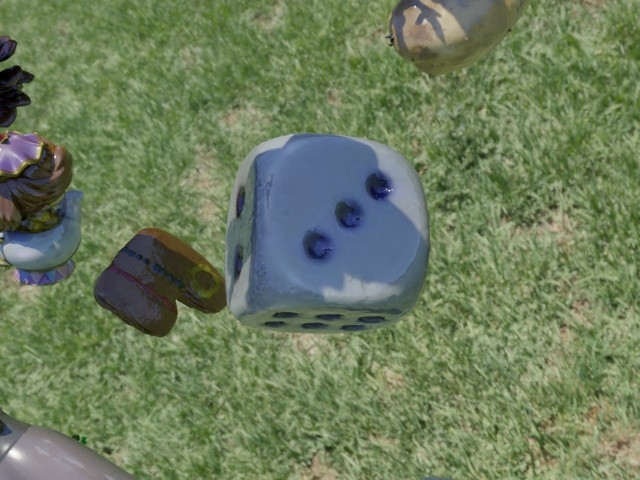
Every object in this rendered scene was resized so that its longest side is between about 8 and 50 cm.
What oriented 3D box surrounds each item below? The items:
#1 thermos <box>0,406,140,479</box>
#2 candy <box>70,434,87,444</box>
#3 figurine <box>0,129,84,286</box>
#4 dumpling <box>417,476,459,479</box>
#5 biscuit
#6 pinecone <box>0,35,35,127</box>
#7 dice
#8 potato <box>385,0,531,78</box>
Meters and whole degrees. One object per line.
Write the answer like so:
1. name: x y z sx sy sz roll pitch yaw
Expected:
1. thermos: -0.326 0.278 0.863 0.137 0.193 0.105 -48 9 49
2. candy: -0.412 0.322 0.961 0.141 0.203 0.078 -56 46 36
3. figurine: -0.466 -0.059 1.189 0.142 0.263 0.189 21 37 28
4. dumpling: 0.153 0.528 1.210 0.395 0.315 0.233 -15 85 32
5. biscuit: -0.334 0.103 1.618 0.052 0.262 0.277 -42 11 37
6. pinecone: -0.614 -0.278 1.203 0.264 0.264 0.264 -21 44 21
7. dice: 0.000 0.000 0.831 0.194 0.193 0.192 144 131 -66
8. potato: 0.191 -0.301 1.000 0.161 0.128 0.235 2 35 39
